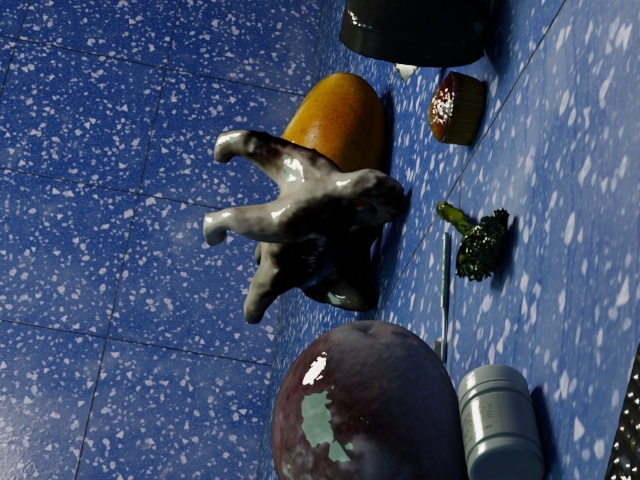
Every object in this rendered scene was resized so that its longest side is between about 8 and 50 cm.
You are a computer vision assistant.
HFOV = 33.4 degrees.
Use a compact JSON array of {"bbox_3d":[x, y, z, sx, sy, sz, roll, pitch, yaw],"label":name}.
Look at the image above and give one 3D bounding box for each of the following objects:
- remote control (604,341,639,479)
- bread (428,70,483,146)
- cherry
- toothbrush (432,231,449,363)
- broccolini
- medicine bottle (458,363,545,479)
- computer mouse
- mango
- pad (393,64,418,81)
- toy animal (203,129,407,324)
[{"bbox_3d":[0.174,0.177,0.622,0.063,0.025,0.245,-106,27,-78],"label":"remote control"},{"bbox_3d":[0.151,-0.152,1.218,0.085,0.053,0.085,-169,90,-84],"label":"bread"},{"bbox_3d":[0.047,0.188,1.023,0.266,0.184,0.213,-137,38,-57],"label":"cherry"},{"bbox_3d":[0.135,0.062,1.192,0.011,0.014,0.167,94,-178,-58],"label":"toothbrush"},{"bbox_3d":[0.157,-0.008,1.101,0.057,0.071,0.254,60,-174,-7],"label":"broccolini"},{"bbox_3d":[0.139,0.146,0.825,0.091,0.058,0.058,-88,11,-54],"label":"medicine bottle"},{"bbox_3d":[0.109,-0.281,1.255,0.295,0.168,0.087,-88,3,-64],"label":"computer mouse"},{"bbox_3d":[0.029,-0.173,1.854,0.199,0.201,0.350,-23,33,30],"label":"mango"},{"bbox_3d":[0.110,-0.339,1.460,0.143,0.003,0.211,-47,58,40],"label":"pad"},{"bbox_3d":[0.000,0.000,1.653,0.344,0.303,0.194,68,-152,-53],"label":"toy animal"}]
